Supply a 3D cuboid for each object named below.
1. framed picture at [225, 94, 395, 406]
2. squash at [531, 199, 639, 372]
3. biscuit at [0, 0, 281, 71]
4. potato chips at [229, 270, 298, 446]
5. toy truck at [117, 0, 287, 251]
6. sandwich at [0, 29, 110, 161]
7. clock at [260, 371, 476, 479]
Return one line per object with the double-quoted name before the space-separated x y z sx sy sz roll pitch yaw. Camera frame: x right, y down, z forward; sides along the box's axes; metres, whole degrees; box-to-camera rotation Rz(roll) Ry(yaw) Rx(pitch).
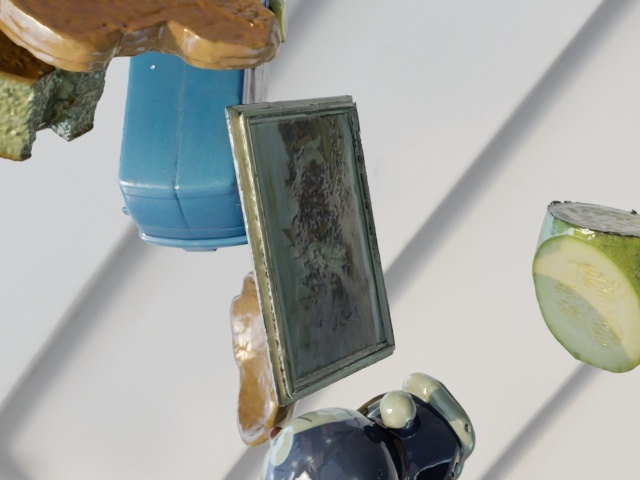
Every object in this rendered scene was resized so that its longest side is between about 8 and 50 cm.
"framed picture" 0.000 0.000 1.130 0.217 0.017 0.274 -19 -80 -56
"squash" 0.389 0.085 1.724 0.189 0.261 0.189 8 -162 -3
"biscuit" -0.193 -0.238 0.969 0.376 0.051 0.269 33 -136 13
"potato chips" -0.059 0.133 1.385 0.061 0.195 0.208 2 -170 -16
"toy truck" -0.131 -0.186 1.311 0.161 0.385 0.162 0 162 8
"sandwich" -0.229 -0.131 0.961 0.088 0.090 0.244 41 -144 12
"clock" 0.047 0.237 1.292 0.243 0.200 0.146 -18 -122 -38
